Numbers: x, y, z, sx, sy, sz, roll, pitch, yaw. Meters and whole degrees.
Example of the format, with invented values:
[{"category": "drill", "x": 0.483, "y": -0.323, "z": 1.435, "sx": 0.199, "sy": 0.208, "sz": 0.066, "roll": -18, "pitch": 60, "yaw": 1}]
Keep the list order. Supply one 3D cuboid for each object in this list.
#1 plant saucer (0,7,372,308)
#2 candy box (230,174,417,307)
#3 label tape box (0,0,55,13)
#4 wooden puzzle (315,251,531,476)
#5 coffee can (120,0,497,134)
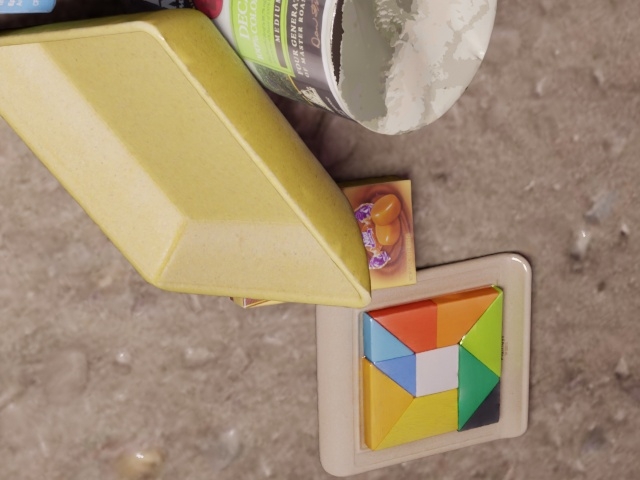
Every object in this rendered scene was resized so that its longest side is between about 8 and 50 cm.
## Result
[{"category": "plant saucer", "x": -0.129, "y": -0.086, "z": 1.597, "sx": 0.333, "sy": 0.333, "sz": 0.081, "roll": 51, "pitch": 61, "yaw": -30}, {"category": "candy box", "x": 0.000, "y": 0.000, "z": 1.795, "sx": 0.186, "sy": 0.053, "sz": 0.109, "roll": -8, "pitch": 101, "yaw": -18}, {"category": "label tape box", "x": -0.379, "y": -0.306, "z": 1.450, "sx": 0.347, "sy": 0.115, "sz": 0.249, "roll": -2, "pitch": 139, "yaw": -19}, {"category": "wooden puzzle", "x": 0.114, "y": 0.135, "z": 1.908, "sx": 0.238, "sy": 0.044, "sz": 0.221, "roll": -9, "pitch": 113, "yaw": -18}, {"category": "coffee can", "x": -0.014, "y": -0.223, "z": 1.554, "sx": 0.201, "sy": 0.275, "sz": 0.202, "roll": -21, "pitch": 122, "yaw": -39}]
